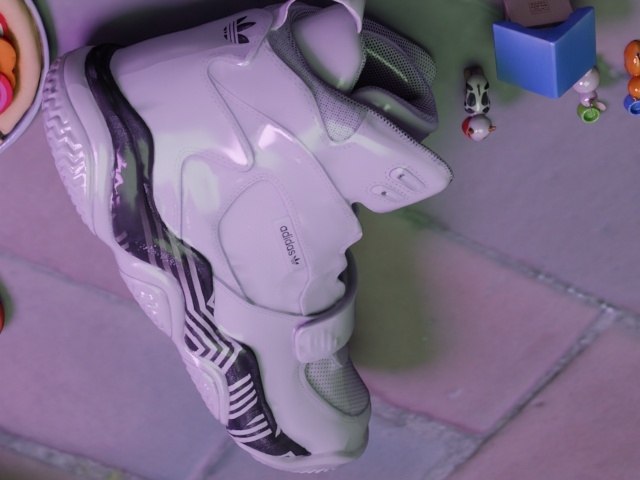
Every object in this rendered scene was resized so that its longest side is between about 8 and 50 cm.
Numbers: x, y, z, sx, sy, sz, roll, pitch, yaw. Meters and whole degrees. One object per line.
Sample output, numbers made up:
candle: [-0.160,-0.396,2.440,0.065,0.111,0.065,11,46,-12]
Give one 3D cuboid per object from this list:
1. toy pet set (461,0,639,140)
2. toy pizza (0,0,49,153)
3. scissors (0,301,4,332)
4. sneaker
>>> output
toy pet set: [0.149,-0.096,1.049,0.122,0.065,0.114,-10,132,1]
toy pizza: [-0.262,-0.104,1.009,0.201,0.032,0.201,-4,132,-4]
scissors: [-0.313,-0.019,1.091,0.109,0.021,0.297,-20,130,13]
sneaker: [0.000,0.000,1.066,0.210,0.137,0.366,-21,128,15]
